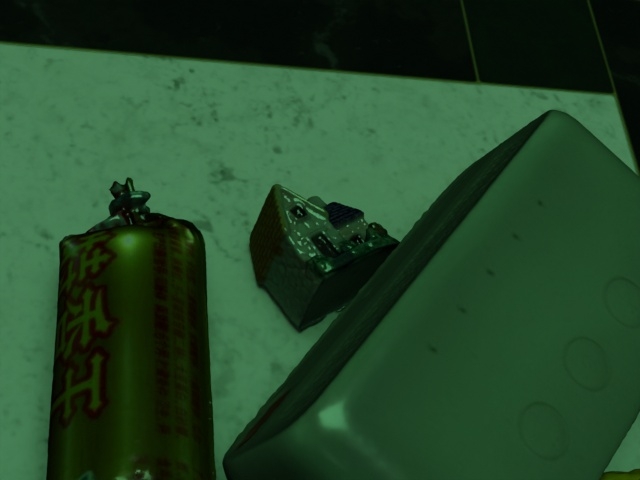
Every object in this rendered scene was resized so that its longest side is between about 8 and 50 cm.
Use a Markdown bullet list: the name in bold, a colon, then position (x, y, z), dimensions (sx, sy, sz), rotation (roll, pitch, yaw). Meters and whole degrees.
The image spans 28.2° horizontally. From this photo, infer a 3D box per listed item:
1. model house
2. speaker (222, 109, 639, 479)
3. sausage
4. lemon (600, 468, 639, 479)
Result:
- **model house**: position (0.000, 0.000, 1.066), dimensions (0.101, 0.087, 0.100), rotation (-24, 64, -32)
- **speaker**: position (0.118, 0.089, 0.943), dimensions (0.184, 0.183, 0.406), rotation (46, 54, -6)
- **sausage**: position (-0.137, 0.078, 0.947), dimensions (0.125, 0.117, 0.317), rotation (-17, 52, 16)
- **lemon**: position (0.283, 0.254, 0.857), dimensions (0.228, 0.228, 0.253), rotation (-21, 73, -27)
